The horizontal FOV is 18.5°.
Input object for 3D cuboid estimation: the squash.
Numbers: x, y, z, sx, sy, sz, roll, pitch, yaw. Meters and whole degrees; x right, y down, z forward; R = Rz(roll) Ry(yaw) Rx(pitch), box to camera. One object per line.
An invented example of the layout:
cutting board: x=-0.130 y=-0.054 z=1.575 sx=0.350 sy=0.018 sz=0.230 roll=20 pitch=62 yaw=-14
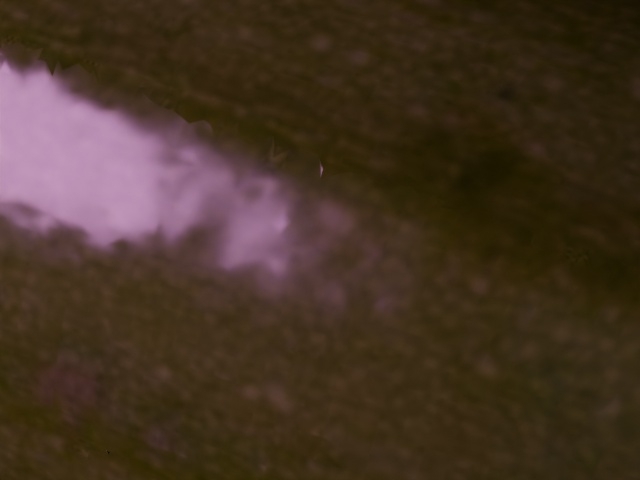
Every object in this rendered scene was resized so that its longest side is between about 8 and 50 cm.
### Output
squash: x=0.000 y=0.000 z=0.661 sx=0.384 sy=0.263 sz=0.263 roll=21 pitch=115 yaw=19
